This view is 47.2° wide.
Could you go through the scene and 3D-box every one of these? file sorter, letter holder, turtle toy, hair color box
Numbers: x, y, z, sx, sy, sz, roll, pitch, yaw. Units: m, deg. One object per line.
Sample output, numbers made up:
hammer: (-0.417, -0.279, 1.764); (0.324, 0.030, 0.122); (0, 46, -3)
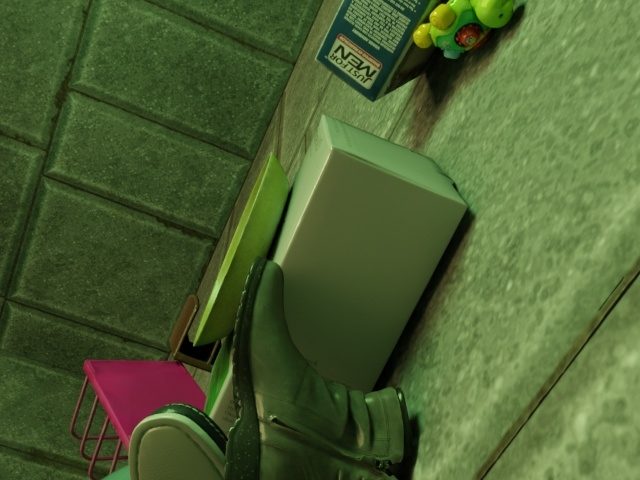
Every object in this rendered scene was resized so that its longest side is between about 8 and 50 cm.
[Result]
file sorter: (-0.321, 0.375, 1.364); (0.291, 0.202, 0.182); (37, 112, 49)
letter holder: (-0.228, 0.172, 1.652); (0.302, 0.152, 0.214); (177, 116, -77)
turtle toy: (0.169, -0.252, 0.825); (0.095, 0.066, 0.130); (-45, 5, -16)
hair color box: (0.140, -0.352, 0.891); (0.174, 0.105, 0.347); (-38, -16, -50)

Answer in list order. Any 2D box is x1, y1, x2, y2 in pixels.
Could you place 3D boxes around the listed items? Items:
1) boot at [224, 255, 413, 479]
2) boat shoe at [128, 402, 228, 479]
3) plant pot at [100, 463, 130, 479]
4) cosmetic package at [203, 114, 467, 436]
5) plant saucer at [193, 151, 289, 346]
boot: (-0.001, 0.139, 0.664); (0.083, 0.161, 0.246); (107, 165, -69)
boat shoe: (-0.102, 0.272, 0.748); (0.091, 0.115, 0.302); (-68, -31, -58)
plant pot: (-0.221, 0.427, 0.929); (0.235, 0.293, 0.293); (-59, 3, -40)
cosmetic package: (0.002, 0.065, 0.823); (0.197, 0.155, 0.365); (-98, 30, -72)
plant saucer: (-0.087, 0.015, 0.851); (0.241, 0.037, 0.240); (-158, 90, -82)
